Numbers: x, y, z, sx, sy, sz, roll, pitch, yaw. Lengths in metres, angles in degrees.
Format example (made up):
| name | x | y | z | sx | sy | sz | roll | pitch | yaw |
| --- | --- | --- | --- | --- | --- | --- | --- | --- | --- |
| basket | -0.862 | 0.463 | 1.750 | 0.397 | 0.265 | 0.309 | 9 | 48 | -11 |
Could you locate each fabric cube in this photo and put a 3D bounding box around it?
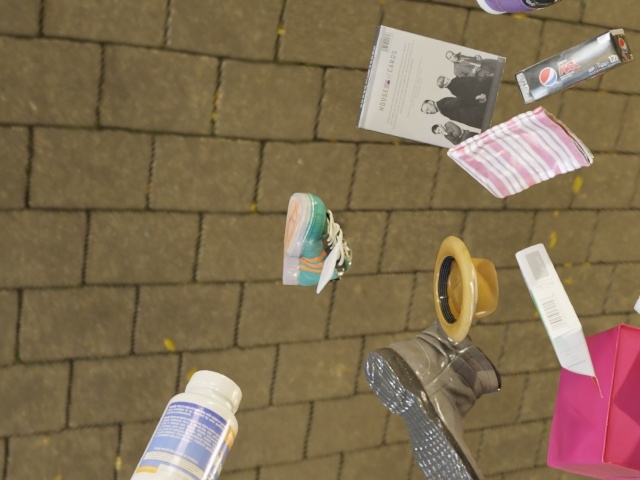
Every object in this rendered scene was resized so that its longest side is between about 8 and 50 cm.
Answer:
| name | x | y | z | sx | sy | sz | roll | pitch | yaw |
| --- | --- | --- | --- | --- | --- | --- | --- | --- | --- |
| fabric cube | 0.601 | 0.319 | 1.796 | 0.259 | 0.258 | 0.254 | 15 | 73 | -5 |

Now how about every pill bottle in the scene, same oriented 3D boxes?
| name | x | y | z | sx | sy | sz | roll | pitch | yaw |
| --- | --- | --- | --- | --- | --- | --- | --- | --- | --- |
| pill bottle | -0.252 | 0.396 | 1.901 | 0.152 | 0.152 | 0.272 | 58 | 40 | -35 |

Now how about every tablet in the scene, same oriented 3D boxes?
| name | x | y | z | sx | sy | sz | roll | pitch | yaw |
| --- | --- | --- | --- | --- | --- | --- | --- | --- | --- |
| tablet | 0.011 | 0.036 | 1.302 | 0.006 | 0.083 | 0.054 | 18 | 68 | -7 |

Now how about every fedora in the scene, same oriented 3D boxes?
| name | x | y | z | sx | sy | sz | roll | pitch | yaw |
| --- | --- | --- | --- | --- | --- | --- | --- | --- | --- |
| fedora | 0.253 | 0.082 | 1.648 | 0.079 | 0.194 | 0.194 | -2 | 112 | -11 |

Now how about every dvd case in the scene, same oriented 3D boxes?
| name | x | y | z | sx | sy | sz | roll | pitch | yaw |
| --- | --- | --- | --- | --- | --- | --- | --- | --- | --- |
| dvd case | 0.194 | -0.259 | 1.691 | 0.238 | 0.029 | 0.179 | 11 | 96 | -15 |

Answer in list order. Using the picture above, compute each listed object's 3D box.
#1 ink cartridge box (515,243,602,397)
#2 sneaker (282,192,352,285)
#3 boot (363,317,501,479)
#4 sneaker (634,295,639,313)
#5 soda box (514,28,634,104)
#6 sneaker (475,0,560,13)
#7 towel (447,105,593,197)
| name | x | y | z | sx | sy | sz | roll | pitch | yaw |
| --- | --- | --- | --- | --- | --- | --- | --- | --- | --- |
| ink cartridge box | 0.388 | 0.140 | 1.581 | 0.056 | 0.181 | 0.225 | -21 | 137 | 7 |
| sneaker | 0.000 | 0.000 | 1.687 | 0.121 | 0.302 | 0.108 | 3 | 69 | -4 |
| boot | 0.250 | 0.297 | 1.734 | 0.222 | 0.338 | 0.118 | -18 | 159 | -35 |
| sneaker | 0.592 | 0.090 | 1.518 | 0.321 | 0.127 | 0.126 | -18 | 138 | -57 |
| soda box | 0.387 | -0.266 | 1.489 | 0.060 | 0.169 | 0.053 | -20 | 89 | -51 |
| sneaker | 0.321 | -0.345 | 1.137 | 0.283 | 0.124 | 0.107 | -37 | 121 | -16 |
| towel | 0.322 | -0.136 | 1.575 | 0.144 | 0.197 | 0.029 | 36 | 50 | -30 |
